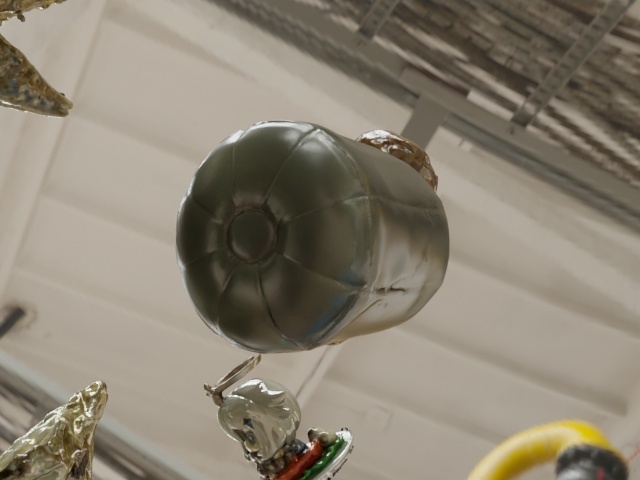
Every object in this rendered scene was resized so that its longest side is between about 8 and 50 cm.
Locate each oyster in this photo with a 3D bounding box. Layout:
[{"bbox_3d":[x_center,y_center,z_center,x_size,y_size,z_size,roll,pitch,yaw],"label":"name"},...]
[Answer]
[{"bbox_3d":[-0.138,0.119,0.468,0.045,0.122,0.146,34,-88,22],"label":"oyster"}]

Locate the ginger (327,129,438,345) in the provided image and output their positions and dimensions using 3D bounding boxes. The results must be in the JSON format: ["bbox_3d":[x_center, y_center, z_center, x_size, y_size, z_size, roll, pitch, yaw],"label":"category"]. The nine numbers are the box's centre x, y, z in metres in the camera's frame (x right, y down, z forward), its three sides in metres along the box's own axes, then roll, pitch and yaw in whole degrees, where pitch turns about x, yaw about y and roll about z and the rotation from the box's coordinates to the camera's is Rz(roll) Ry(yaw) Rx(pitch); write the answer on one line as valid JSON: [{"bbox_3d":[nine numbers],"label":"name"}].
[{"bbox_3d":[0.001,0.012,1.184,0.321,0.165,0.172,-22,-87,44],"label":"ginger"}]

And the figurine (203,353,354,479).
[{"bbox_3d":[-0.053,0.192,1.315,0.132,0.132,0.153,-31,-82,37],"label":"figurine"}]

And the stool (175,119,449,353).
[{"bbox_3d":[0.000,0.000,0.525,0.096,0.110,0.096,-1,-92,32],"label":"stool"}]

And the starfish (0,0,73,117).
[{"bbox_3d":[-0.369,-0.267,1.036,0.432,0.082,0.324,16,-82,-19],"label":"starfish"}]
